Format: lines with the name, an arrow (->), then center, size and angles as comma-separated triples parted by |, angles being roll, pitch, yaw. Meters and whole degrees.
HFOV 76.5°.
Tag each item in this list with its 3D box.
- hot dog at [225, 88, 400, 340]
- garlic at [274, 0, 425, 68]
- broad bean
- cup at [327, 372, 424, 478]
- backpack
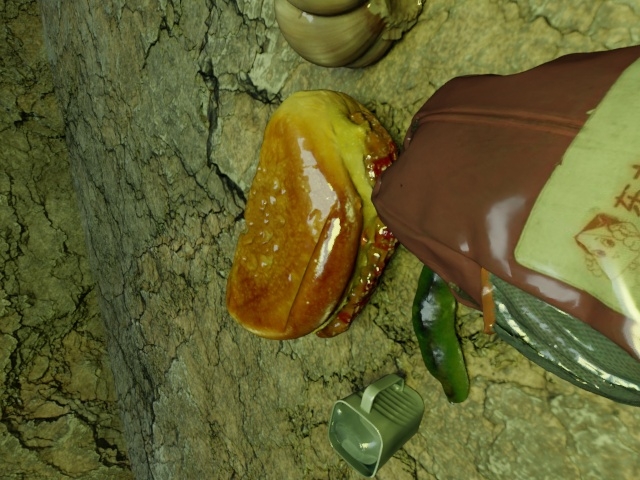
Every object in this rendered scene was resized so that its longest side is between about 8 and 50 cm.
hot dog -> 0.001, -0.001, 0.615 | 0.223, 0.185, 0.405 | 40, 124, 34
garlic -> 0.014, -0.308, 0.529 | 0.191, 0.214, 0.160 | 26, 125, 28
broad bean -> 0.192, 0.081, 0.537 | 0.144, 0.049, 0.292 | 37, 121, 29
cup -> 0.087, 0.264, 0.620 | 0.095, 0.129, 0.128 | 25, 115, 39
backpack -> 0.203, -0.046, 0.382 | 0.283, 0.197, 0.317 | -52, 42, -7
